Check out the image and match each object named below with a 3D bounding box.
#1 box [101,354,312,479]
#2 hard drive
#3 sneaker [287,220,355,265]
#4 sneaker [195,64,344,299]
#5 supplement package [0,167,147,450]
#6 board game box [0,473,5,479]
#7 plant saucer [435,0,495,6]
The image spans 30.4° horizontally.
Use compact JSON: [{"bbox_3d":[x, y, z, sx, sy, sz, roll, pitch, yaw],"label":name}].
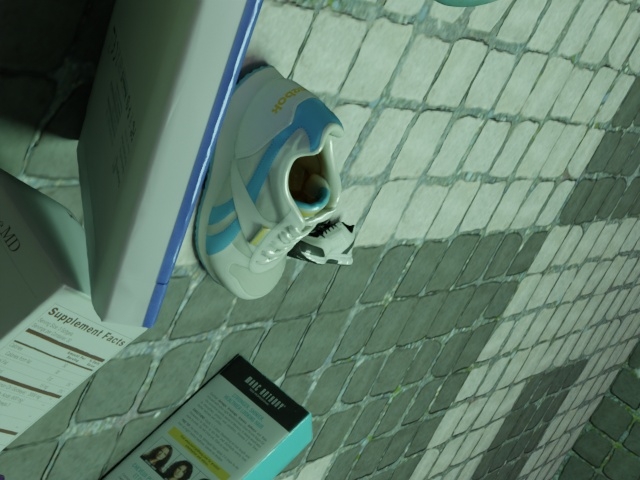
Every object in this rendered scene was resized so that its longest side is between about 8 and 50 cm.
[{"bbox_3d":[-0.125,0.228,1.121,0.244,0.100,0.060,-41,153,-25],"label":"box"},{"bbox_3d":[-0.076,-0.141,0.655,0.040,0.210,0.319,10,119,-21],"label":"hard drive"},{"bbox_3d":[0.000,0.000,1.137,0.109,0.040,0.044,0,106,-64],"label":"sneaker"},{"bbox_3d":[-0.040,-0.027,0.964,0.087,0.092,0.229,-36,150,-36],"label":"sneaker"},{"bbox_3d":[-0.216,0.059,0.708,0.179,0.105,0.105,-40,154,4],"label":"supplement package"},{"bbox_3d":[-0.321,0.214,0.719,0.347,0.056,0.208,52,39,-63],"label":"board game box"},{"bbox_3d":[0.196,-0.343,1.037,0.317,0.043,0.318,-40,151,-27],"label":"plant saucer"}]
